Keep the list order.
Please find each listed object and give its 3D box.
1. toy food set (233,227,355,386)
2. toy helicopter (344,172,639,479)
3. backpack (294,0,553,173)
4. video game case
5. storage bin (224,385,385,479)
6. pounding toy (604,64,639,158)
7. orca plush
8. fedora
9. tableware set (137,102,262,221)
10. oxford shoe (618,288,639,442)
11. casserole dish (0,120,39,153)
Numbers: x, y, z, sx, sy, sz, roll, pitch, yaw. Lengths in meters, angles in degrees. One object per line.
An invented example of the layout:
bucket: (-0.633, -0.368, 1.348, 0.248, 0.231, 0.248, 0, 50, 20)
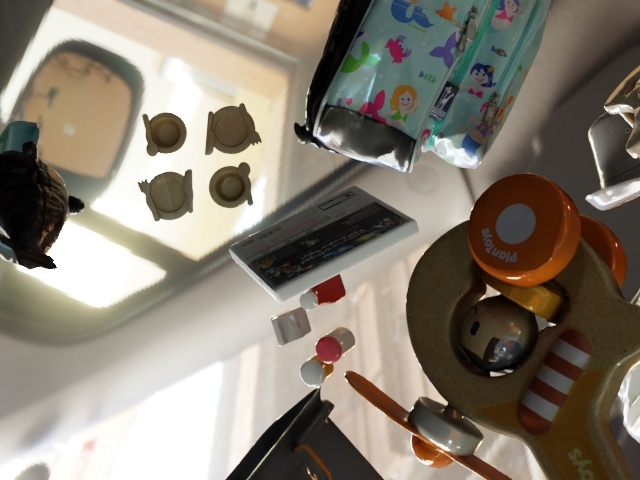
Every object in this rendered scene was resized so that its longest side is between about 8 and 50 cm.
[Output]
toy food set: (-0.032, 0.095, 1.444, 0.111, 0.232, 0.104, -14, -175, 27)
toy helicopter: (0.165, 0.141, 0.798, 0.235, 0.140, 0.355, -36, -122, 19)
backpack: (0.098, -0.186, 0.950, 0.225, 0.191, 0.253, -56, 162, -86)
video game case: (0.000, 0.000, 1.289, 0.173, 0.190, 0.022, 36, -31, 61)
storage bin: (-0.012, 0.156, 0.552, 0.098, 0.091, 0.135, -46, -179, 45)
pounding toy: (0.357, -0.170, 1.118, 0.154, 0.155, 0.269, -40, -167, 39)
orca plush: (-0.358, -0.064, 1.225, 0.287, 0.151, 0.102, -102, -165, -68)
fedora: (0.444, -0.139, 1.299, 0.275, 0.124, 0.244, -25, 175, 39)
tableware set: (-0.156, -0.101, 1.355, 0.020, 0.169, 0.141, 17, 66, -84)
oxford shoe: (0.375, 0.047, 0.981, 0.449, 0.169, 0.130, 103, -31, -55)
casserole dish: (-0.443, -0.090, 1.447, 0.188, 0.037, 0.114, -46, -146, 33)
